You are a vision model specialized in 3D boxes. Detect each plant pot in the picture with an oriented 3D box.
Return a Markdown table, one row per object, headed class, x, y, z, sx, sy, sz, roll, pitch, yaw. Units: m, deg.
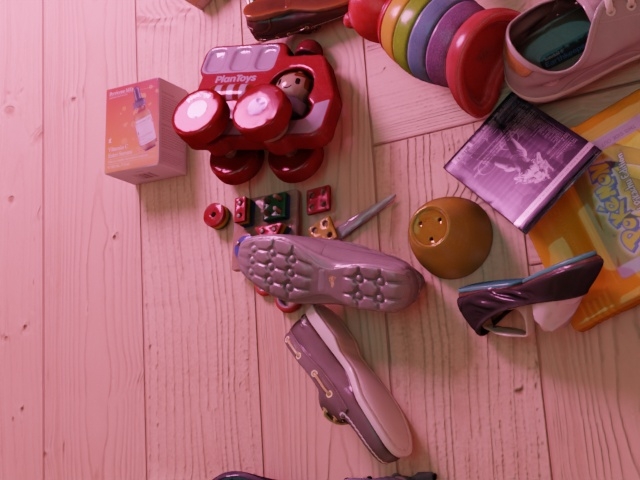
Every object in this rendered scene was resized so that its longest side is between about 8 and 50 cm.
| class | x | y | z | sx | sy | sz | roll | pitch | yaw |
| --- | --- | --- | --- | --- | --- | --- | --- | --- | --- |
| plant pot | 0.190 | -0.012 | 1.701 | 0.134 | 0.095 | 0.134 | -7 | 76 | 29 |

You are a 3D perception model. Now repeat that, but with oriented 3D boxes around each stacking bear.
| class | x | y | z | sx | sy | sz | roll | pitch | yaw |
| --- | --- | --- | --- | --- | --- | --- | --- | --- | --- |
| stacking bear | 0.165 | -0.344 | 1.758 | 0.289 | 0.164 | 0.175 | 33 | 97 | 36 |

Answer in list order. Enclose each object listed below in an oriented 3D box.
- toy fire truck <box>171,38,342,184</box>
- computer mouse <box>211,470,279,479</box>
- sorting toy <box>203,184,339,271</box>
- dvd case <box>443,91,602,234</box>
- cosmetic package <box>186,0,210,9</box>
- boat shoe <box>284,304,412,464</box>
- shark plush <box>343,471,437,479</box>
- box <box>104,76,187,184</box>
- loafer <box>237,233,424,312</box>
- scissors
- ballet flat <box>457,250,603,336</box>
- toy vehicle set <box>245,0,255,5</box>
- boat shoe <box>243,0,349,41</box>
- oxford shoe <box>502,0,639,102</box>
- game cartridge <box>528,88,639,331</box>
| class | x | y | z | sx | sy | sz | roll | pitch | yaw |
| --- | --- | --- | --- | --- | --- | --- | --- | --- | --- |
| toy fire truck | -0.101 | -0.246 | 1.895 | 0.302 | 0.169 | 0.254 | 0 | 61 | 29 |
| computer mouse | -0.066 | 0.462 | 1.771 | 0.272 | 0.072 | 0.188 | 15 | 85 | 19 |
| sorting toy | -0.096 | -0.023 | 1.885 | 0.274 | 0.046 | 0.132 | -10 | 67 | 29 |
| dvd case | 0.303 | -0.122 | 1.652 | 0.164 | 0.018 | 0.221 | -48 | 39 | 4 |
| cosmetic package | -0.211 | -0.497 | 2.057 | 0.115 | 0.060 | 0.041 | -39 | 63 | 19 |
| boat shoe | 0.041 | 0.238 | 1.731 | 0.091 | 0.109 | 0.305 | -43 | 56 | 16 |
| shark plush | 0.112 | 0.378 | 1.680 | 0.161 | 0.067 | 0.073 | 18 | 89 | 32 |
| box | -0.329 | -0.205 | 2.045 | 0.130 | 0.091 | 0.170 | -9 | 76 | 28 |
| loafer | 0.015 | 0.052 | 1.775 | 0.319 | 0.111 | 0.112 | 14 | 103 | 25 |
| scissors | 0.000 | 0.000 | 1.852 | 0.297 | 0.021 | 0.109 | -49 | 59 | 14 |
| ballet flat | 0.314 | 0.087 | 1.580 | 0.280 | 0.095 | 0.096 | -22 | 83 | 56 |
| toy vehicle set | -0.084 | -0.545 | 2.007 | 0.166 | 0.035 | 0.267 | -26 | 68 | 23 |
| boat shoe | -0.031 | -0.402 | 1.925 | 0.207 | 0.073 | 0.073 | -6 | 45 | 17 |
| oxford shoe | 0.463 | -0.358 | 1.593 | 0.449 | 0.130 | 0.169 | -30 | 62 | 16 |
| game cartridge | 0.457 | -0.062 | 1.583 | 0.324 | 0.053 | 0.285 | -31 | 66 | 21 |
